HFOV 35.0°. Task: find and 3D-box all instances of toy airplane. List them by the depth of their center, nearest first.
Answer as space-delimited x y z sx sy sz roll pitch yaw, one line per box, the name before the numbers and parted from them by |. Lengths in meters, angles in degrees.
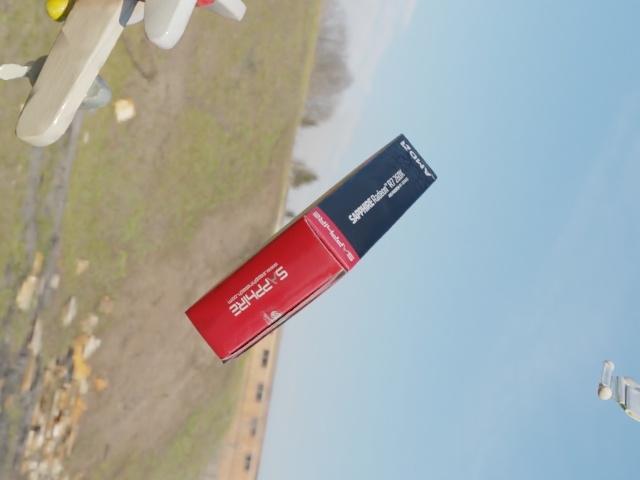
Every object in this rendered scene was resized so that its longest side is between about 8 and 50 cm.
toy airplane | -0.262 -0.352 1.298 0.272 0.386 0.384 49 19 -76

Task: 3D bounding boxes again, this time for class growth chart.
growth chart | 0.413 0.232 1.188 0.021 0.237 0.172 -50 162 15

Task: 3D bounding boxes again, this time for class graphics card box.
graphics card box | 0.000 0.000 1.354 0.233 0.094 0.371 -39 -179 32
